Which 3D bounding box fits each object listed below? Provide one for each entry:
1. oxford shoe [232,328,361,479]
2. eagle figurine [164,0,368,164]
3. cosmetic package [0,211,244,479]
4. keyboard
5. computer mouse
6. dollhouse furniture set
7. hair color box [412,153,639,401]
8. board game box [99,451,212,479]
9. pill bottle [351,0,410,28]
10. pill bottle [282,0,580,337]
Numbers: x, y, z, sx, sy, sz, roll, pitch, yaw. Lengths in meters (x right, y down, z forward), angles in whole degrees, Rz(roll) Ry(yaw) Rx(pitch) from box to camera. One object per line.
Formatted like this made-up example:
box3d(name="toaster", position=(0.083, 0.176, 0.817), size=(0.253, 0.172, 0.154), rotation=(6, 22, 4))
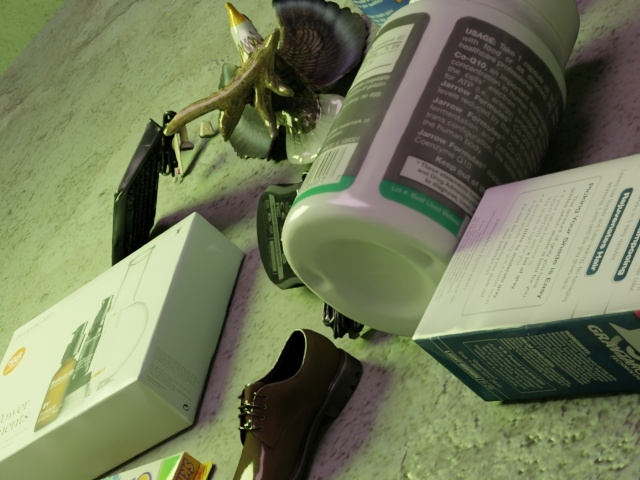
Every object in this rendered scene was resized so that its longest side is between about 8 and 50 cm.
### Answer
box3d(name="oxford shoe", position=(-0.054, 0.186, 1.633), size=(0.083, 0.096, 0.227), rotation=(-9, 48, 53))
box3d(name="eagle figurine", position=(-0.059, -0.215, 2.174), size=(0.226, 0.225, 0.298), rotation=(1, 5, 11))
box3d(name="cosmetic package", position=(-0.276, 0.163, 2.049), size=(0.377, 0.097, 0.284), rotation=(-32, 27, 34))
box3d(name="keyboard", position=(-0.226, -0.073, 2.204), size=(0.317, 0.033, 0.201), rotation=(111, -179, -68))
box3d(name="computer mouse", position=(0.000, 0.000, 1.798), size=(0.072, 0.188, 0.272), rotation=(-8, 6, -18))
box3d(name="dollhouse furniture set", position=(-0.202, -0.116, 2.433), size=(0.114, 0.091, 0.081), rotation=(136, 126, -73))
box3d(name="hair color box", position=(0.247, 0.026, 1.339), size=(0.347, 0.105, 0.174), rotation=(-13, 43, 54))
box3d(name="board game box", position=(-0.222, 0.309, 1.817), size=(0.259, 0.039, 0.124), rotation=(-21, 37, 42))
box3d(name="pill bottle", position=(0.106, -0.302, 1.853), size=(0.152, 0.272, 0.152), rotation=(-39, 26, 23))
box3d(name="pill bottle", position=(0.119, -0.103, 1.625), size=(0.204, 0.204, 0.361), rotation=(-17, 39, 50))
